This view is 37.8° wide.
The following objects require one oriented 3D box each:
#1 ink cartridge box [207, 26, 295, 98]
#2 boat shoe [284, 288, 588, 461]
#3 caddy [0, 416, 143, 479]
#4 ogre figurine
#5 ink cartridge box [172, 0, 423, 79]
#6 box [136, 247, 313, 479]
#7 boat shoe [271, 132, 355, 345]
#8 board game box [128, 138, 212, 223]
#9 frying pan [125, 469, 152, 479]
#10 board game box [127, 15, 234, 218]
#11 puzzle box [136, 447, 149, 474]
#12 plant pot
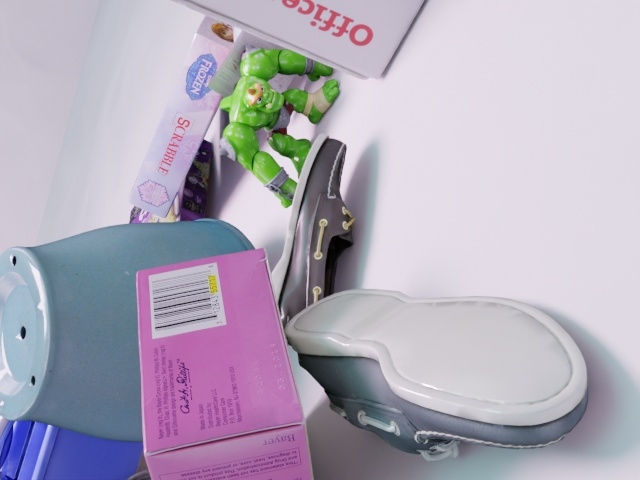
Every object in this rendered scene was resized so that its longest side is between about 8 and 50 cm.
[{"bbox_3d":[-0.070,-0.252,1.169,0.045,0.145,0.179,35,94,29],"label":"ink cartridge box"},{"bbox_3d":[0.084,0.106,0.699,0.319,0.116,0.099,7,123,59],"label":"boat shoe"},{"bbox_3d":[-0.367,0.295,1.278,0.241,0.179,0.342,8,80,65],"label":"caddy"},{"bbox_3d":[-0.055,-0.149,1.117,0.197,0.118,0.097,-70,24,6],"label":"ogre figurine"},{"bbox_3d":[0.014,-0.403,0.939,0.395,0.285,0.166,-59,25,25],"label":"ink cartridge box"},{"bbox_3d":[-0.074,0.171,0.795,0.214,0.117,0.243,-108,8,-53],"label":"box"},{"bbox_3d":[0.000,0.000,0.959,0.081,0.068,0.228,65,-142,-72],"label":"boat shoe"},{"bbox_3d":[-0.250,0.004,1.457,0.208,0.056,0.347,-51,25,31],"label":"board game box"},{"bbox_3d":[-0.200,0.418,1.078,0.197,0.053,0.326,-41,42,17],"label":"frying pan"},{"bbox_3d":[-0.162,-0.245,1.362,0.318,0.065,0.319,-57,12,42],"label":"board game box"},{"bbox_3d":[-0.305,0.268,1.449,0.409,0.052,0.272,17,90,66],"label":"puzzle box"},{"bbox_3d":[-0.232,0.104,1.051,0.271,0.255,0.272,-4,85,48],"label":"plant pot"}]
